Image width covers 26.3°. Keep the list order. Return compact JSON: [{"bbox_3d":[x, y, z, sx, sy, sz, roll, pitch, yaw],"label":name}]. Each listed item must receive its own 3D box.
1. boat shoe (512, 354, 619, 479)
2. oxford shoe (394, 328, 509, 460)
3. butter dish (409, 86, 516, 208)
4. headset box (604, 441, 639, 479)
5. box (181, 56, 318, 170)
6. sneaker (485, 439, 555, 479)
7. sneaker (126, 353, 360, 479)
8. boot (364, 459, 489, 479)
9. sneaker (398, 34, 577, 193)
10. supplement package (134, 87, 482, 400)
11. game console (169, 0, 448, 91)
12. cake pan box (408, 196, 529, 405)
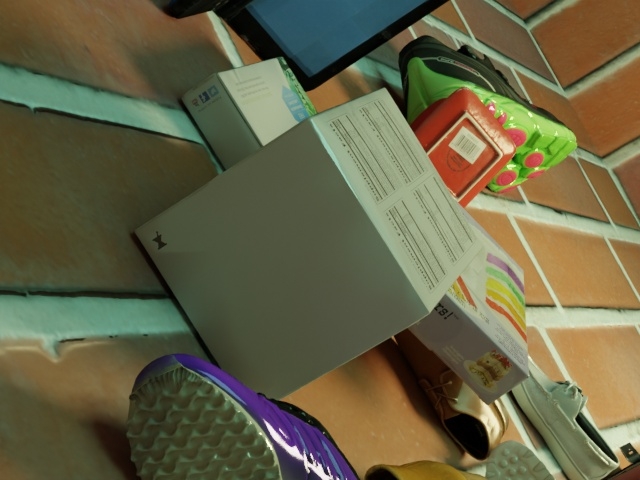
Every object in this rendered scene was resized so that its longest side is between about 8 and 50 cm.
[{"bbox_3d":[0.335,0.233,1.895,0.227,0.081,0.079,56,20,-6],"label":"boat shoe"},{"bbox_3d":[0.147,0.163,1.585,0.212,0.076,0.076,53,31,-12],"label":"oxford shoe"},{"bbox_3d":[0.182,-0.142,2.036,0.160,0.160,0.118,44,1,-33],"label":"butter dish"},{"bbox_3d":[0.526,0.428,2.011,0.293,0.110,0.218,63,20,13],"label":"headset box"},{"bbox_3d":[-0.012,-0.053,1.544,0.322,0.058,0.232,59,20,-2],"label":"box"},{"bbox_3d":[0.258,0.340,1.585,0.235,0.090,0.095,65,10,4],"label":"sneaker"},{"bbox_3d":[-0.052,0.171,1.088,0.293,0.102,0.146,51,17,-32],"label":"sneaker"},{"bbox_3d":[0.147,0.346,1.301,0.211,0.104,0.295,11,46,-55],"label":"boot"},{"bbox_3d":[0.283,-0.220,2.286,0.483,0.185,0.202,26,39,-58],"label":"sneaker"},{"bbox_3d":[0.000,0.000,1.288,0.198,0.199,0.263,58,20,-2],"label":"supplement package"},{"bbox_3d":[0.012,-0.296,1.609,0.173,0.293,0.250,56,21,-4],"label":"game console"},{"bbox_3d":[0.128,0.022,1.558,0.267,0.070,0.245,45,22,-15],"label":"cake pan box"}]
